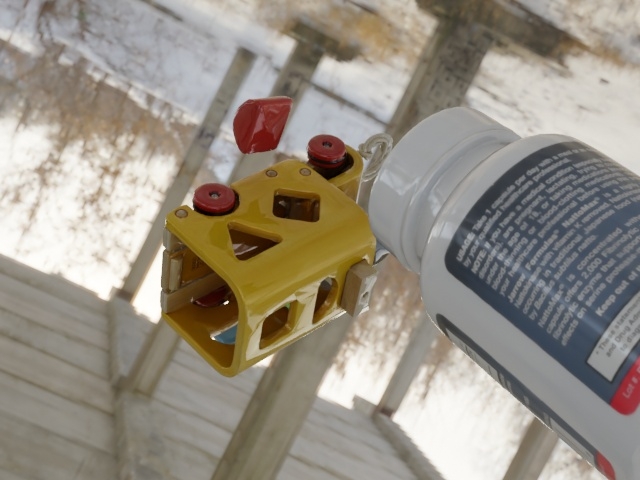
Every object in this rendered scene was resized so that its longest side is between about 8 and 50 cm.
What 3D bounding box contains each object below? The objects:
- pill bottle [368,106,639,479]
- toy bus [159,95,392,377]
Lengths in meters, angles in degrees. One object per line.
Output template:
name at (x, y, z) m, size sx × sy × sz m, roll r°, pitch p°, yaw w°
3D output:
pill bottle at (0.107, 0.016, 0.441) m, size 0.108 × 0.108 × 0.180 m, roll 23°, pitch -165°, yaw -50°
toy bus at (-0.009, 0.008, 0.687) m, size 0.104 × 0.202 × 0.191 m, roll 40°, pitch -175°, yaw 29°
